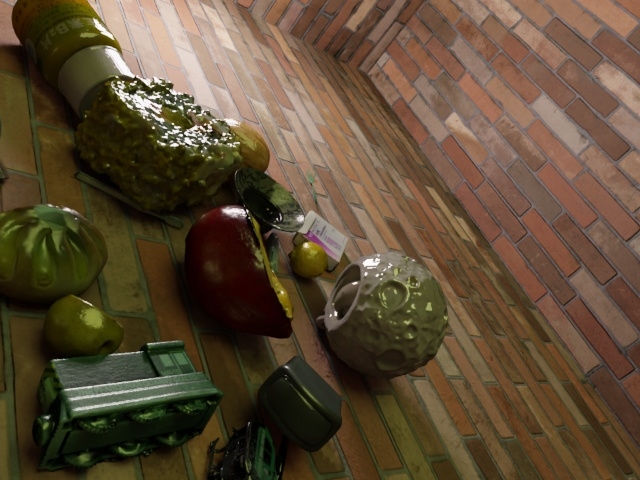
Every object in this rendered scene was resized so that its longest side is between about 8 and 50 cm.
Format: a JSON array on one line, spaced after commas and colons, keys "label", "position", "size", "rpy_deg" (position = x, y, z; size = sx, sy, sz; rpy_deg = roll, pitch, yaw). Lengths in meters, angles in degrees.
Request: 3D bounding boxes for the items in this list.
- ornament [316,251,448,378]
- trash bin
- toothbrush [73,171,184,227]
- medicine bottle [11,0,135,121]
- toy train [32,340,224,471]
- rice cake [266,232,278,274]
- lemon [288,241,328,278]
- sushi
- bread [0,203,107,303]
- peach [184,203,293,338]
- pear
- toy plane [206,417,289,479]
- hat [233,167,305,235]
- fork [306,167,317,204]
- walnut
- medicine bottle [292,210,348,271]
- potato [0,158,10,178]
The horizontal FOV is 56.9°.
[{"label": "ornament", "position": [0.181, 0.202, 1.577], "size": [0.337, 0.337, 0.337], "rpy_deg": [31, 29, -20]}, {"label": "trash bin", "position": [-0.037, 0.344, 1.268], "size": [0.176, 0.101, 0.236], "rpy_deg": [42, 2, 5]}, {"label": "toothbrush", "position": [-0.480, -0.100, 1.496], "size": [0.294, 0.026, 0.028], "rpy_deg": [26, 23, -26]}, {"label": "medicine bottle", "position": [-0.668, -0.509, 1.632], "size": [0.384, 0.224, 0.224], "rpy_deg": [52, 29, 18]}, {"label": "toy train", "position": [-0.340, 0.279, 1.032], "size": [0.330, 0.139, 0.178], "rpy_deg": [5, 35, -45]}, {"label": "rice cake", "position": [-0.138, 0.038, 1.717], "size": [0.030, 0.042, 0.180], "rpy_deg": [27, 30, -21]}, {"label": "lemon", "position": [-0.036, 0.058, 1.748], "size": [0.133, 0.109, 0.109], "rpy_deg": [20, 34, -24]}, {"label": "sushi", "position": [-0.401, -0.243, 1.560], "size": [0.351, 0.240, 0.396], "rpy_deg": [42, 23, 8]}, {"label": "bread", "position": [-0.517, 0.034, 1.123], "size": [0.260, 0.158, 0.156], "rpy_deg": [-10, 60, -54]}, {"label": "peach", "position": [-0.204, 0.091, 1.402], "size": [0.258, 0.201, 0.362], "rpy_deg": [76, -10, -76]}, {"label": "pear", "position": [-0.438, 0.170, 1.076], "size": [0.141, 0.141, 0.104], "rpy_deg": [37, 69, -8]}, {"label": "toy plane", "position": [-0.122, 0.464, 1.071], "size": [0.155, 0.106, 0.382], "rpy_deg": [48, 18, -24]}, {"label": "hat", "position": [-0.181, -0.088, 1.746], "size": [0.265, 0.128, 0.266], "rpy_deg": [33, 32, -24]}, {"label": "fork", "position": [-0.031, -0.199, 2.220], "size": [0.039, 0.021, 0.235], "rpy_deg": [24, 33, -22]}, {"label": "walnut", "position": [-0.266, -0.272, 1.834], "size": [0.225, 0.193, 0.193], "rpy_deg": [39, 27, -21]}, {"label": "medicine bottle", "position": [0.000, 0.000, 1.940], "size": [0.171, 0.052, 0.201], "rpy_deg": [39, 26, -5]}, {"label": "potato", "position": [-0.716, -0.166, 1.290], "size": [0.093, 0.036, 0.037], "rpy_deg": [61, -9, -1]}]
